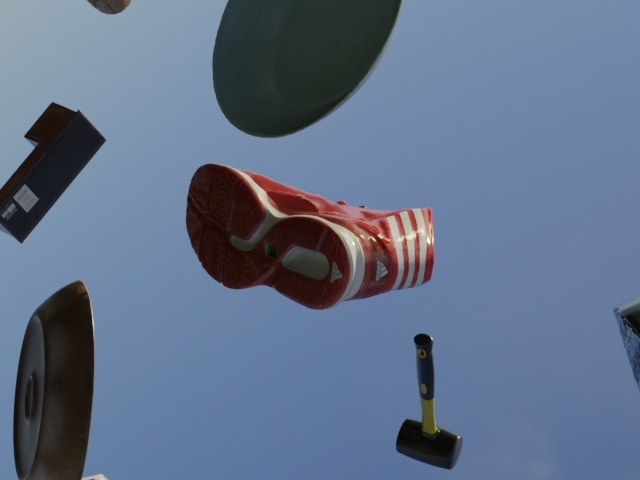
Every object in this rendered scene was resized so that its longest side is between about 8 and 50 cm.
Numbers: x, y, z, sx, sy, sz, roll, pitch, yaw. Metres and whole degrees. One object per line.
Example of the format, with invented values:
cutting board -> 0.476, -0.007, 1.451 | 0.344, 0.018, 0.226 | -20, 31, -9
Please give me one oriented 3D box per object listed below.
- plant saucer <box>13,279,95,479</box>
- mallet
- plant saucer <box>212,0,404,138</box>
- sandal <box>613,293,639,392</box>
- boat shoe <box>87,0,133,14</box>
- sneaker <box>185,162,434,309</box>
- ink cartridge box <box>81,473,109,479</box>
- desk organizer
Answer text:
plant saucer -> -0.221, 0.129, 1.602 | 0.198, 0.036, 0.198 | -174, -90, -72
mallet -> 0.093, 0.149, 1.870 | 0.062, 0.189, 0.039 | 12, -129, 24
plant saucer -> 0.000, -0.158, 1.452 | 0.195, 0.037, 0.195 | -24, -127, 36
sandal -> 0.222, 0.089, 0.879 | 0.107, 0.167, 0.446 | -20, 178, -1
boat shoe -> -0.272, -0.374, 2.091 | 0.096, 0.277, 0.098 | -44, -163, -29
sneaker -> 0.000, 0.000, 1.446 | 0.221, 0.128, 0.087 | 32, -65, 50
ink cartridge box -> -0.316, 0.332, 1.871 | 0.224, 0.045, 0.223 | -6, 131, -51
desk organizer -> -0.268, -0.066, 1.863 | 0.050, 0.047, 0.130 | 22, -110, 47
